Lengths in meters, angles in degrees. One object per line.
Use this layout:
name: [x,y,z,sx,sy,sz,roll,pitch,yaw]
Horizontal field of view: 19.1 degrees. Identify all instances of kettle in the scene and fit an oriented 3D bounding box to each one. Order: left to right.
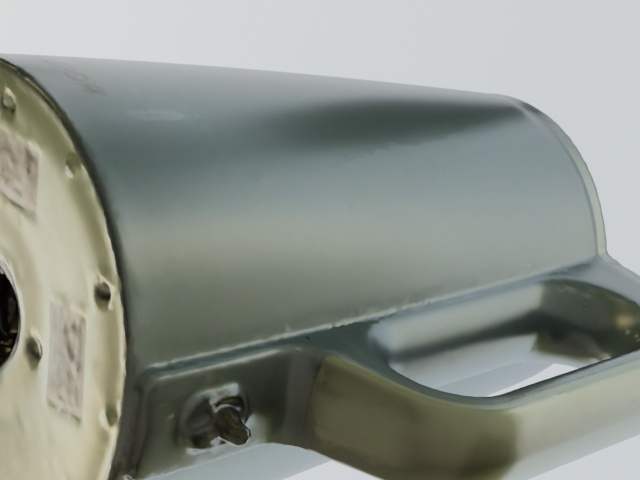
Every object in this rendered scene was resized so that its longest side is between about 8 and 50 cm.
kettle: [0.000,0.018,0.646,0.243,0.210,0.160,-7,-66,-40]
